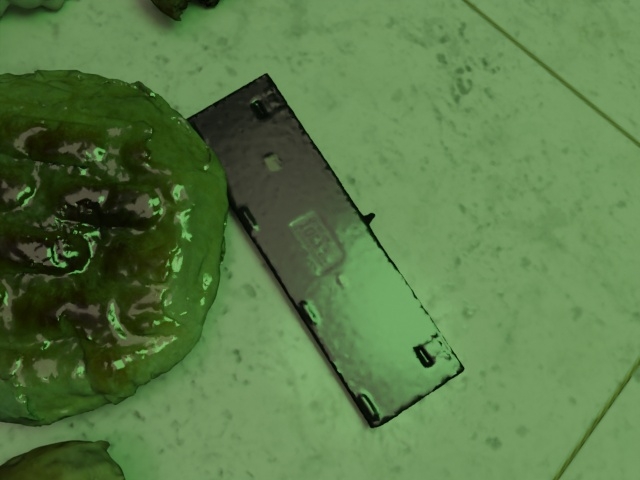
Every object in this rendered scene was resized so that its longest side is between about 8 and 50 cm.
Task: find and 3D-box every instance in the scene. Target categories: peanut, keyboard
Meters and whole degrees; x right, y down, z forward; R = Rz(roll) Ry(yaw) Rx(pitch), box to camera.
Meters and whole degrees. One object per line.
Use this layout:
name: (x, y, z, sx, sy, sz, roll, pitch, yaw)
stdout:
peanut: (-0.227, 0.206, 0.402, 0.214, 0.099, 0.099, -27, 80, -7)
keyboard: (0.000, 0.000, 0.520, 0.106, 0.027, 0.316, -31, 80, -9)

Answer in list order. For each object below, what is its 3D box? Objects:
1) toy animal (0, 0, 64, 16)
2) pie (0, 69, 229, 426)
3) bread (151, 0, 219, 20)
toy animal: (-0.262, -0.252, 0.535, 0.085, 0.071, 0.124, 19, 74, -2)
pie: (-0.212, -0.008, 0.470, 0.307, 0.071, 0.306, 1, 79, -3)
bread: (-0.120, -0.260, 0.558, 0.113, 0.060, 0.082, -35, 82, -15)
